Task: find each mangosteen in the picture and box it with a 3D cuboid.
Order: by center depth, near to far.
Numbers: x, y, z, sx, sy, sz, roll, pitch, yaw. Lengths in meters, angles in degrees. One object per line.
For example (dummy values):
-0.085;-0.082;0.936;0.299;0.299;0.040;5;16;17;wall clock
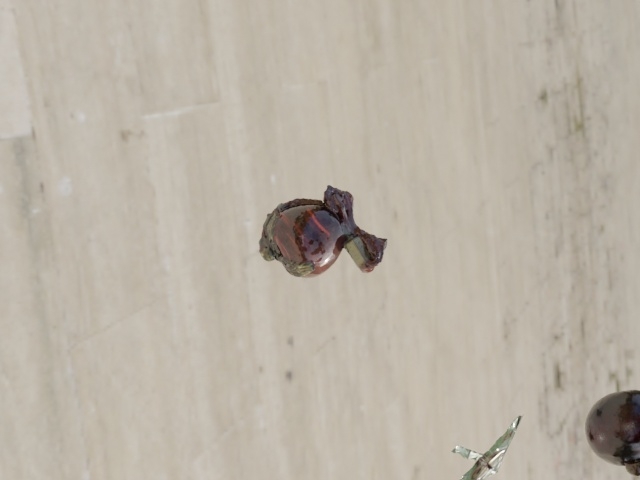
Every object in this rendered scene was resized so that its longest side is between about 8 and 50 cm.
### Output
0.543;0.338;1.826;0.152;0.152;0.152;-5;90;-68;mangosteen

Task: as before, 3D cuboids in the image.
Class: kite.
0.296;0.404;1.939;0.229;0.012;0.250;-49;148;2;kite

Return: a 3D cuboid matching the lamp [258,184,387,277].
-0.004;0.002;2.091;0.215;0.223;0.151;58;14;3;lamp
